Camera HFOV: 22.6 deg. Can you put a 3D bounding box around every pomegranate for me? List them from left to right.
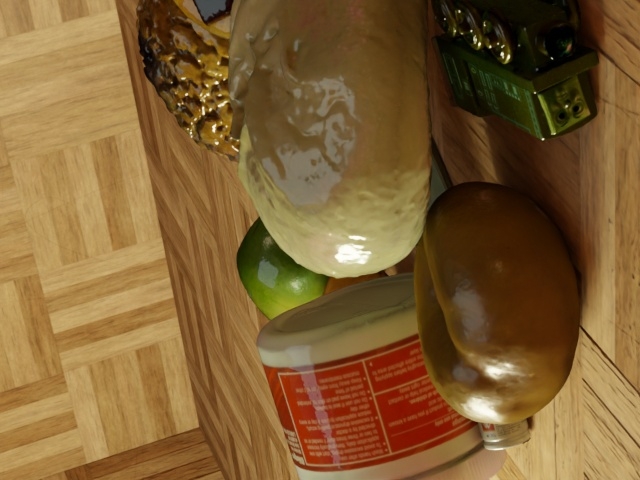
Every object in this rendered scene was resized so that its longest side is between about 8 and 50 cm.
[{"bbox_3d":[0.007,0.012,2.247,0.190,0.241,0.159,49,126,8],"label":"pomegranate"}]

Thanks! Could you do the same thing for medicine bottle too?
[{"bbox_3d":[0.072,0.184,1.926,0.252,0.252,0.241,-168,61,-75],"label":"medicine bottle"},{"bbox_3d":[0.204,0.191,1.839,0.057,0.057,0.089,-174,68,-75],"label":"medicine bottle"}]

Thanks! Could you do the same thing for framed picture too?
[{"bbox_3d":[0.137,-0.029,1.947,0.201,0.010,0.136,106,144,-67],"label":"framed picture"}]

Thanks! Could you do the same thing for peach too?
[{"bbox_3d":[0.171,0.059,1.624,0.251,0.153,0.251,167,90,-73],"label":"peach"}]

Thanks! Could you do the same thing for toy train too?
[{"bbox_3d":[0.176,-0.170,1.463,0.225,0.090,0.137,-137,25,-64],"label":"toy train"}]

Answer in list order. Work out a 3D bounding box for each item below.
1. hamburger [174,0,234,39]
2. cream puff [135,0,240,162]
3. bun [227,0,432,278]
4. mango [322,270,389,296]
[{"bbox_3d":[-0.063,-0.371,1.832,0.300,0.176,0.300,15,122,26],"label":"hamburger"},{"bbox_3d":[-0.117,-0.252,2.113,0.327,0.231,0.343,61,174,3],"label":"cream puff"},{"bbox_3d":[0.009,-0.143,1.648,0.361,0.213,0.361,-1,-90,-88],"label":"bun"},{"bbox_3d":[0.074,0.143,2.125,0.154,0.126,0.252,-6,106,56],"label":"mango"}]
